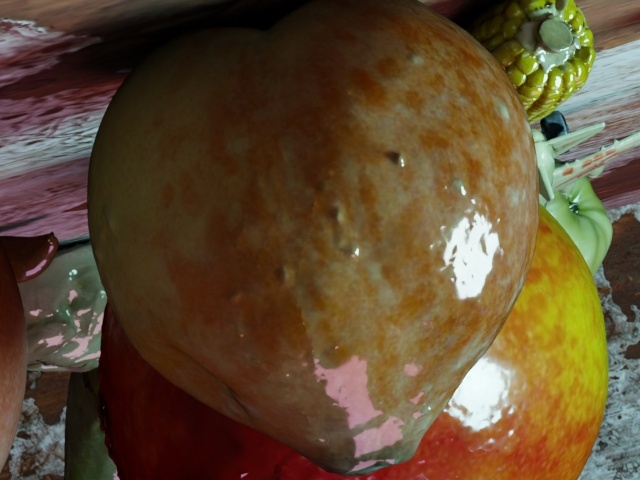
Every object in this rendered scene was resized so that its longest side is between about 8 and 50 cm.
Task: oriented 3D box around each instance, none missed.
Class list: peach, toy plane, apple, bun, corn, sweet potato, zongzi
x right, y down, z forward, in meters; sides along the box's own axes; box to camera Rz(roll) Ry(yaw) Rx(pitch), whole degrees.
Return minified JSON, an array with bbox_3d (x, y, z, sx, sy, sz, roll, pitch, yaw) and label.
[{"bbox_3d":[0.000,0.000,0.739,0.233,0.232,0.232,-15,175,-1],"label":"peach"},{"bbox_3d":[0.181,-0.054,1.405,0.242,0.104,0.256,-17,176,-3],"label":"toy plane"},{"bbox_3d":[0.010,0.085,1.054,0.370,0.370,0.370,-15,175,-1],"label":"peach"},{"bbox_3d":[0.212,-0.002,1.666,0.200,0.200,0.200,-15,175,-1],"label":"apple"},{"bbox_3d":[-0.239,0.069,1.497,0.237,0.116,0.210,-12,174,-11],"label":"bun"},{"bbox_3d":[0.103,-0.095,0.890,0.068,0.068,0.207,-14,177,-11],"label":"corn"},{"bbox_3d":[-0.303,0.031,1.213,0.202,0.058,0.055,-13,154,-9],"label":"sweet potato"},{"bbox_3d":[-0.223,0.192,1.736,0.160,0.360,0.323,24,169,0],"label":"zongzi"}]

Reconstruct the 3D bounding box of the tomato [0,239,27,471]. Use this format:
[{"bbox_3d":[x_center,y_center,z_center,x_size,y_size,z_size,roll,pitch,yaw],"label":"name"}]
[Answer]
[{"bbox_3d":[-0.272,0.067,0.770,0.256,0.224,0.256,-19,167,-4],"label":"tomato"}]
